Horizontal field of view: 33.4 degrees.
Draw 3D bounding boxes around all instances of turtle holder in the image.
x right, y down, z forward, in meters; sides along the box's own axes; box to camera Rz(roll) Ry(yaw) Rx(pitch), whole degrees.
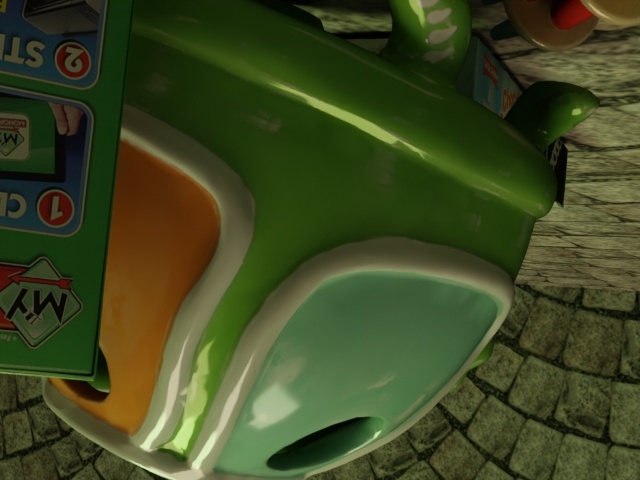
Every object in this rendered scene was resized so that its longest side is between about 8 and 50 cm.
[{"bbox_3d":[-0.018,-0.007,0.538,0.243,0.228,0.320,22,-178,10],"label":"turtle holder"}]

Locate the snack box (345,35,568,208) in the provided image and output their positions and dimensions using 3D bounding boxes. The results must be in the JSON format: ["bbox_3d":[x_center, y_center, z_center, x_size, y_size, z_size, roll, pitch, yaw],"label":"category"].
[{"bbox_3d":[0.066,-0.078,0.804,0.187,0.060,0.322,3,174,22],"label":"snack box"}]

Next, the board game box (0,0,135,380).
[{"bbox_3d":[-0.207,-0.079,0.292,0.317,0.214,0.046,9,173,-31],"label":"board game box"}]

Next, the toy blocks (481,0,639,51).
[{"bbox_3d":[0.082,-0.116,0.440,0.123,0.054,0.148,7,175,-21],"label":"toy blocks"}]
